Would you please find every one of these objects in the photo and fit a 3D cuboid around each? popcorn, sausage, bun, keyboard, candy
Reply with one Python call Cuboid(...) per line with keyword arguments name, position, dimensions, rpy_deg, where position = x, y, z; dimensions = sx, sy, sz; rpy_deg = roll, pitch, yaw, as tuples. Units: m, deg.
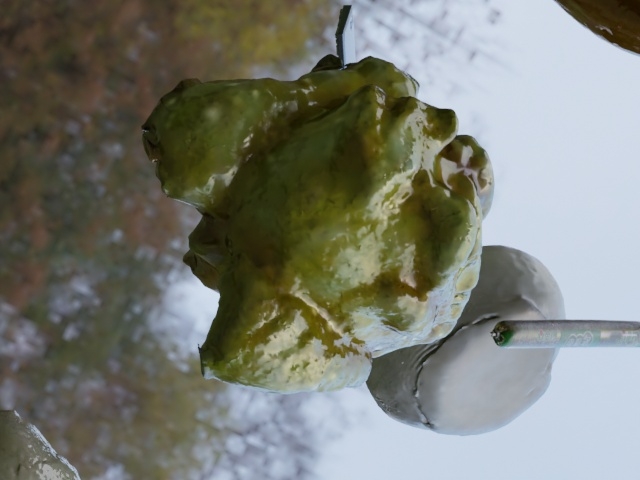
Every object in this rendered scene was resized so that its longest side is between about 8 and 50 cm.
Cuboid(name="popcorn", position=(0.005, 0.009, 1.608), dimensions=(0.326, 0.290, 0.321), rpy_deg=(-63, 154, -50))
Cuboid(name="sausage", position=(0.285, 0.105, 2.059), dimensions=(0.033, 0.269, 0.033), rpy_deg=(-4, -95, 50))
Cuboid(name="bun", position=(-0.258, 0.195, 1.414), dimensions=(0.113, 0.173, 0.167), rpy_deg=(-53, 179, -46))
Cuboid(name="keyboard", position=(0.030, -0.170, 2.007), dimensions=(0.055, 0.014, 0.176), rpy_deg=(-78, 167, -47))
Cuboid(name="candy", position=(0.181, 0.123, 2.421), dimensions=(0.295, 0.295, 0.185), rpy_deg=(-53, -146, 21))

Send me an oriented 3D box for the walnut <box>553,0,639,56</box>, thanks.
Cuboid(name="walnut", position=(0.346, -0.302, 1.953), dimensions=(0.336, 0.209, 0.209), rpy_deg=(42, -73, 26))
